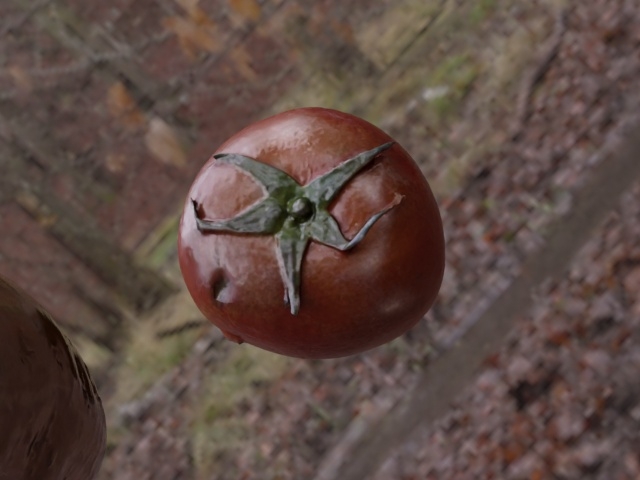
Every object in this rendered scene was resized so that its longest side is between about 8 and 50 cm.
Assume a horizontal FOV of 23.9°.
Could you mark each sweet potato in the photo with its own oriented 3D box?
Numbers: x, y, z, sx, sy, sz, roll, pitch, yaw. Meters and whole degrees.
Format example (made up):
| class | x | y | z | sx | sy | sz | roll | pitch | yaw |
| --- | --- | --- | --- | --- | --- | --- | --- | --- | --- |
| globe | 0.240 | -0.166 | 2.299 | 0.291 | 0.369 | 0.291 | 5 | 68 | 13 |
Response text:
| class | x | y | z | sx | sy | sz | roll | pitch | yaw |
| --- | --- | --- | --- | --- | --- | --- | --- | --- | --- |
| sweet potato | -0.137 | 0.064 | 0.555 | 0.112 | 0.112 | 0.359 | -49 | -13 | -15 |

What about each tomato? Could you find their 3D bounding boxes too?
| class | x | y | z | sx | sy | sz | roll | pitch | yaw |
| --- | --- | --- | --- | --- | --- | --- | --- | --- | --- |
| tomato | 0.000 | 0.000 | 0.964 | 0.167 | 0.167 | 0.167 | -47 | 7 | 7 |
